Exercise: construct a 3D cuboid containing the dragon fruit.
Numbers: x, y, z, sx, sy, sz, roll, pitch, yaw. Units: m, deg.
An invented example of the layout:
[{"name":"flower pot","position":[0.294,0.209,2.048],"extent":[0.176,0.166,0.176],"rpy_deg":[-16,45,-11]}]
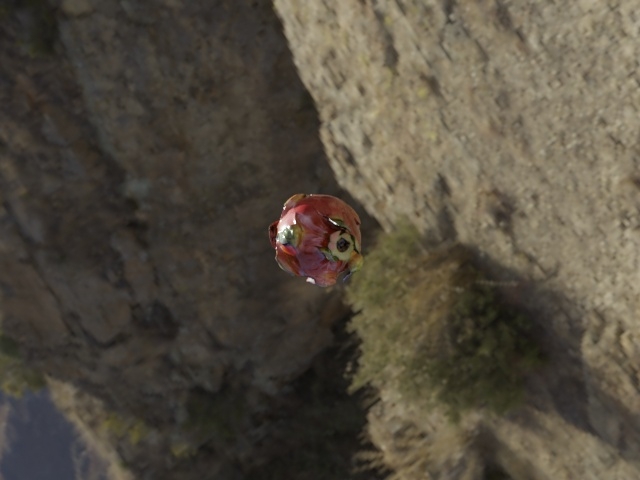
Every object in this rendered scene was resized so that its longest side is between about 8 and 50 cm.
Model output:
[{"name":"dragon fruit","position":[-0.001,-0.001,0.962],"extent":[0.086,0.081,0.116],"rpy_deg":[35,174,-6]}]
